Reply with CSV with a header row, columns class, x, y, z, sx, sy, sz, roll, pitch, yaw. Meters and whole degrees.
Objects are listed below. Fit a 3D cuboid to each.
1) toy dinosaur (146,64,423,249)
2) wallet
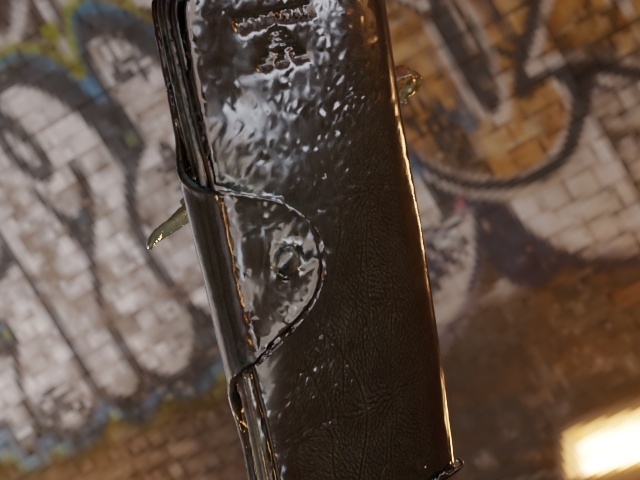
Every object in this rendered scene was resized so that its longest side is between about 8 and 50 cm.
class,x,y,z,sx,sy,sz,roll,pitch,yaw
toy dinosaur,-0.054,-0.065,1.533,0.393,0.092,0.205,-18,152,-54
wallet,0.000,0.000,0.905,0.045,0.318,0.172,-1,-166,39
